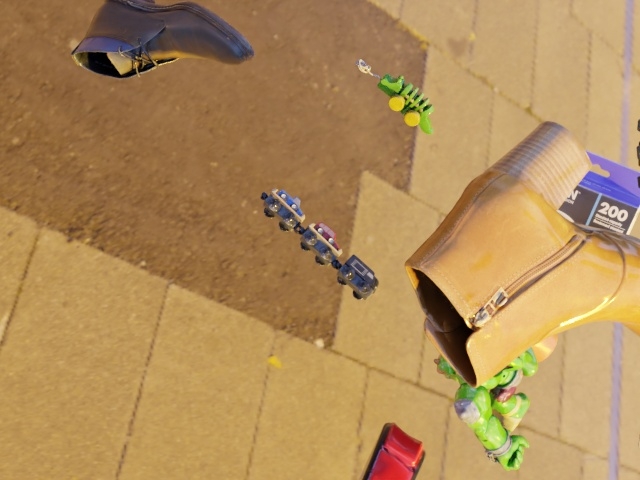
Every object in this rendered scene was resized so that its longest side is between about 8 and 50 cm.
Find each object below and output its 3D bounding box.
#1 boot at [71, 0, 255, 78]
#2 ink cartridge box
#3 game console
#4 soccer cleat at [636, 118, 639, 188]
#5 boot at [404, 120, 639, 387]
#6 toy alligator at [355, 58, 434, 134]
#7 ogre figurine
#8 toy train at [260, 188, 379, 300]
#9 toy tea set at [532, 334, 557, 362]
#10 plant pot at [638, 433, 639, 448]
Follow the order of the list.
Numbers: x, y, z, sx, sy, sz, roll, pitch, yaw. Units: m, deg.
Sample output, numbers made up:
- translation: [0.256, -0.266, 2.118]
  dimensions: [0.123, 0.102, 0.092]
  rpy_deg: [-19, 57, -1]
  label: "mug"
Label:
- translation: [-0.179, -0.211, 1.026]
  dimensions: [0.106, 0.219, 0.082]
  rpy_deg: [-56, 148, -17]
  label: "boot"
- translation: [0.489, -0.062, 1.736]
  dimensions: [0.045, 0.206, 0.208]
  rpy_deg: [-29, 140, -64]
  label: "ink cartridge box"
- translation: [-0.006, 0.406, 0.979]
  dimensions: [0.060, 0.387, 0.342]
  rpy_deg: [26, 47, 11]
  label: "game console"
- translation: [0.450, -0.140, 1.107]
  dimensions: [0.093, 0.121, 0.289]
  rpy_deg: [69, 35, -48]
  label: "soccer cleat"
- translation: [0.207, 0.060, 0.839]
  dimensions: [0.211, 0.104, 0.295]
  rpy_deg: [-47, 115, -15]
  label: "boot"
- translation: [0.145, -0.267, 1.638]
  dimensions: [0.189, 0.051, 0.056]
  rpy_deg: [44, 40, -9]
  label: "toy alligator"
- translation: [0.198, 0.148, 1.052]
  dimensions: [0.118, 0.096, 0.197]
  rpy_deg: [33, 75, -40]
  label: "ogre figurine"
- translation: [0.000, 0.000, 0.969]
  dimensions: [0.158, 0.027, 0.036]
  rpy_deg: [42, 62, 4]
  label: "toy train"
- translation: [0.306, 0.107, 1.630]
  dimensions: [0.124, 0.336, 0.200]
  rpy_deg: [36, 69, -23]
  label: "toy tea set"
- translation: [0.539, 0.166, 1.049]
  dimensions: [0.247, 0.252, 0.248]
  rpy_deg: [-57, 153, -14]
  label: "plant pot"
